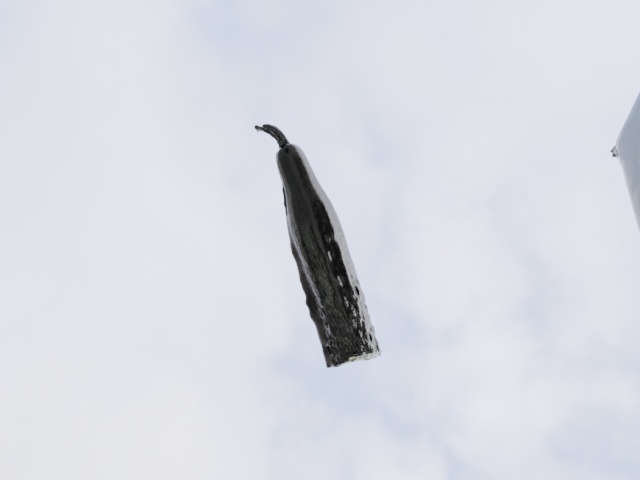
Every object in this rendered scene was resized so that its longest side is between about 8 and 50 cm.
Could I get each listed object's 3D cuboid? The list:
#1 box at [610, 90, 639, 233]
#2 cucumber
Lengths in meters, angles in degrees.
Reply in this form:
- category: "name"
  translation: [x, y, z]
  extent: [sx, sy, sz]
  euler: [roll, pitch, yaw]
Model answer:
- category: "box"
  translation: [0.264, -0.088, 0.430]
  extent: [0.373, 0.138, 0.420]
  euler: [-85, -168, -55]
- category: "cucumber"
  translation: [0.000, 0.000, 0.787]
  extent: [0.043, 0.039, 0.163]
  euler: [-14, -88, 42]
